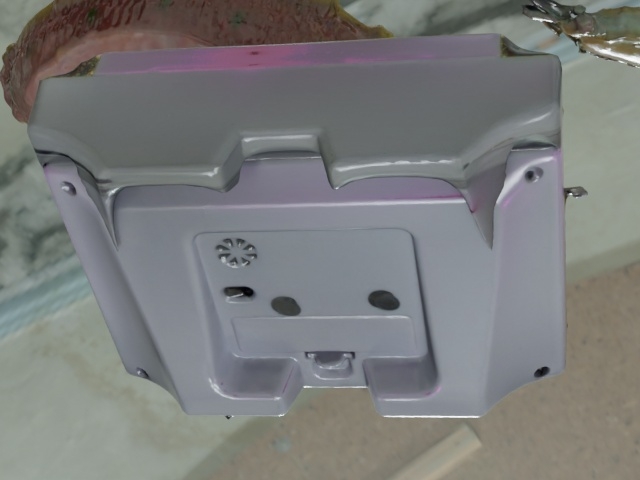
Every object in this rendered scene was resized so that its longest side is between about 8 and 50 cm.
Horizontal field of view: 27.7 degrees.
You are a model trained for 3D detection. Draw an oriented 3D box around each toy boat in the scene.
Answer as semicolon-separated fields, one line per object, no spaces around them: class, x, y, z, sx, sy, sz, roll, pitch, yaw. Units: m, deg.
toy boat;-0.097;-0.109;0.857;0.318;0.141;0.099;0;-162;24

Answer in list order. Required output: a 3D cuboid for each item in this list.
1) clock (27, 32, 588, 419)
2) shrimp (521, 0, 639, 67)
clock;0.000;0.000;0.623;0.253;0.186;0.083;-2;-133;11
shrimp;0.271;-0.136;0.664;0.287;0.185;0.068;-17;-129;46
